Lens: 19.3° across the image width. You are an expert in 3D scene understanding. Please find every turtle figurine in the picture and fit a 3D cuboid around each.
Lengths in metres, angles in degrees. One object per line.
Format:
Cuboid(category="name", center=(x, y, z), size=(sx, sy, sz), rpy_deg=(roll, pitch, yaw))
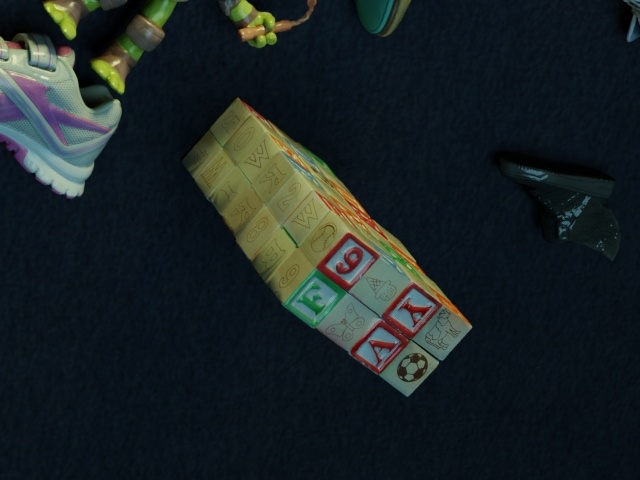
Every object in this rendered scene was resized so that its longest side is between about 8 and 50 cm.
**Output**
Cuboid(category="turtle figurine", center=(-0.139, -0.248, 1.664), size=(0.217, 0.087, 0.269), rpy_deg=(-38, 134, 0))

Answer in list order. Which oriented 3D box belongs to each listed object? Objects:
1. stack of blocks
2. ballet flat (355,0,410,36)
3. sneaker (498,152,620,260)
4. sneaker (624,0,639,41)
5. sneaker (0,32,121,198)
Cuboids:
Cuboid(category="stack of blocks", center=(0.000, 0.000, 1.736), size=(0.087, 0.297, 0.171), rpy_deg=(-48, 125, 7))
Cuboid(category="ballet flat", center=(0.073, -0.299, 1.729), size=(0.073, 0.080, 0.232), rpy_deg=(-21, 127, -27))
Cuboid(category="sneaker", center=(0.249, -0.034, 1.965), size=(0.170, 0.051, 0.089), rpy_deg=(8, 111, -29))
Cuboid(category="sneaker", center=(0.310, -0.244, 1.816), size=(0.282, 0.099, 0.153), rpy_deg=(-5, 123, -37))
Cuboid(category="sneaker", center=(-0.279, -0.146, 1.670), size=(0.111, 0.103, 0.252), rpy_deg=(-50, 130, 6))
